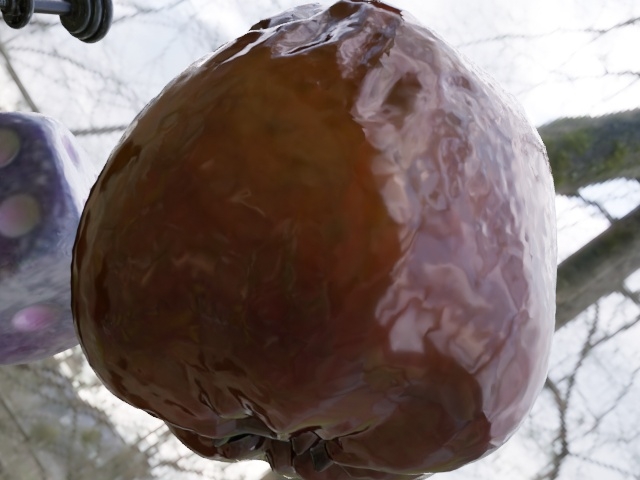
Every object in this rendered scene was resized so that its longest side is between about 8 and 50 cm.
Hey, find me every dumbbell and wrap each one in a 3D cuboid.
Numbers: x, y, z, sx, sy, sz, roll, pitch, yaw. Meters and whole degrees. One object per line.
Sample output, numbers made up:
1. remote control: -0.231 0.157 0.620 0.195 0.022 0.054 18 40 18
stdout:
1. dumbbell: -0.439 -0.376 1.935 0.110 0.254 0.110 4 -83 40

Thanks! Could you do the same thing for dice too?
1. dice: -0.437 0.000 1.719 0.270 0.270 0.271 62 4 -61

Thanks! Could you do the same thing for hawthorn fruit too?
1. hawthorn fruit: 0.000 0.000 1.121 0.472 0.471 0.472 48 -20 24
